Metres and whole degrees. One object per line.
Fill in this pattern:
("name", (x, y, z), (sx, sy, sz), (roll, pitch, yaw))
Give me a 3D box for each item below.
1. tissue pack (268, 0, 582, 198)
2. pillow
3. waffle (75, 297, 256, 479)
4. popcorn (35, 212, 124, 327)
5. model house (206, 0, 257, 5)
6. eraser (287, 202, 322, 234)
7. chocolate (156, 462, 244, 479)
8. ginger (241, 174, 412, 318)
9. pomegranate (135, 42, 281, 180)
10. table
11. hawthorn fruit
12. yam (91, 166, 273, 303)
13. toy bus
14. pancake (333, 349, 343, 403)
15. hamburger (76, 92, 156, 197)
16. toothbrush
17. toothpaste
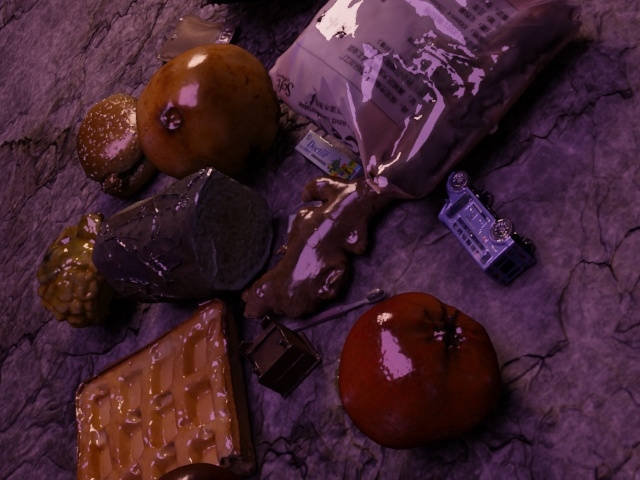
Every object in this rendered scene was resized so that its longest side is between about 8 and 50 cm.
("tissue pack", (0.138, -0.276, 1.392), (0.390, 0.195, 0.375), (-44, 47, -2))
("pillow", (-0.263, -0.418, 1.956), (0.217, 0.033, 0.130), (27, 84, 47))
("waffle", (-0.254, 0.286, 1.469), (0.348, 0.077, 0.304), (-31, 46, 23))
("popcorn", (-0.419, 0.059, 1.689), (0.189, 0.169, 0.218), (-47, 24, -2))
("model house", (-0.094, -0.571, 1.814), (0.317, 0.297, 0.282), (-7, 62, -6))
("eraser", (-0.016, -0.034, 1.506), (0.083, 0.019, 0.038), (-18, 55, 33))
("chocolate", (-0.172, 0.385, 1.277), (0.177, 0.177, 0.176), (-22, 52, 30))
("ginger", (-0.001, 0.002, 1.421), (0.166, 0.080, 0.333), (39, 96, 28))
("pomegranate", (-0.196, -0.223, 1.627), (0.260, 0.260, 0.260), (-22, 52, 30))
("table", (-0.064, 0.171, 1.371), (0.083, 0.082, 0.070), (-46, 43, 9))
("hawthorn fruit", (0.106, 0.178, 1.166), (0.225, 0.197, 0.196), (-52, 37, 36))
("yam", (-0.236, 0.007, 1.539), (0.271, 0.202, 0.201), (-3, 70, 40))
("toy bus", (0.216, -0.020, 1.255), (0.076, 0.073, 0.167), (-45, 44, 13))
("pancake", (0.069, 0.184, 1.291), (0.129, 0.023, 0.116), (26, 85, 46))
("hamburger", (-0.404, -0.191, 1.872), (0.189, 0.122, 0.215), (-33, 49, 18))
("toothbrush", (0.017, 0.108, 1.389), (0.194, 0.017, 0.014), (-25, 44, 31))
("toothpaste", (0.019, -0.127, 1.525), (0.046, 0.034, 0.164), (-49, 43, 0))
